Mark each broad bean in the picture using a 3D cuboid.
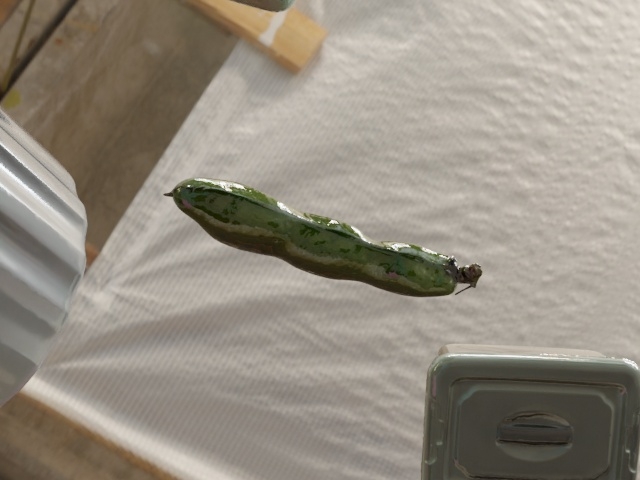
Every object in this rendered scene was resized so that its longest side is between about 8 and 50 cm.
[{"bbox_3d":[-0.001,0.002,0.868,0.254,0.065,0.047,17,-115,-9],"label":"broad bean"}]

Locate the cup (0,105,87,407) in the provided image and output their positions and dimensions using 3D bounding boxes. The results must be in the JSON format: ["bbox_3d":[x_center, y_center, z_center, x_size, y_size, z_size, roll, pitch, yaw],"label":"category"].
[{"bbox_3d":[-0.208,-0.041,0.418,0.166,0.202,0.221,-29,-129,12],"label":"cup"}]

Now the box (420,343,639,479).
[{"bbox_3d":[0.118,0.103,0.640,0.122,0.062,0.089,3,-81,-1],"label":"box"}]

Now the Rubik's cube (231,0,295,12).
[{"bbox_3d":[-0.101,-0.357,0.541,0.318,0.316,0.322,19,-120,15],"label":"Rubik's cube"}]
